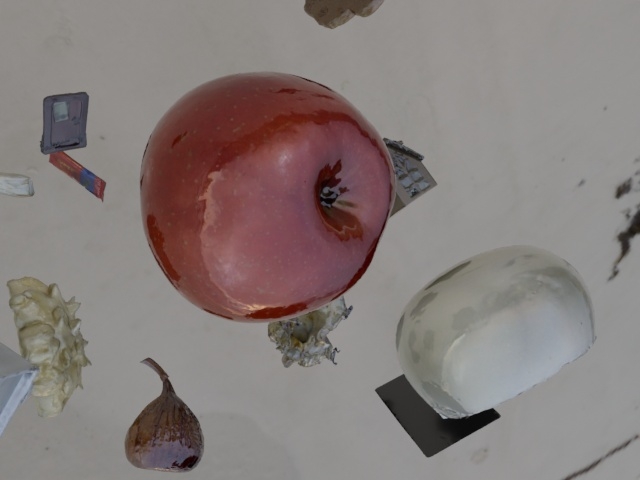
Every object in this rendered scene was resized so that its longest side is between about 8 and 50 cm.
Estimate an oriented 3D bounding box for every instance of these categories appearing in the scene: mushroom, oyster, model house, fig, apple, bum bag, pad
[{"bbox_3d":[-0.733,-0.134,1.462,0.202,0.054,0.059,15,100,-23],"label":"mushroom"},{"bbox_3d":[-0.025,0.198,1.512,0.198,0.133,0.337,-26,145,-17],"label":"oyster"},{"bbox_3d":[0.128,-0.180,1.474,0.176,0.248,0.181,-34,177,-32],"label":"model house"},{"bbox_3d":[-0.277,0.315,1.199,0.134,0.201,0.146,-2,153,-2],"label":"fig"},{"bbox_3d":[-0.048,-0.044,0.688,0.260,0.217,0.260,1,88,-46],"label":"apple"},{"bbox_3d":[-0.590,-0.271,1.535,0.109,0.026,0.159,-18,143,-39],"label":"bum bag"},{"bbox_3d":[0.223,0.322,1.318,0.160,0.265,0.009,-25,111,-9],"label":"pad"}]

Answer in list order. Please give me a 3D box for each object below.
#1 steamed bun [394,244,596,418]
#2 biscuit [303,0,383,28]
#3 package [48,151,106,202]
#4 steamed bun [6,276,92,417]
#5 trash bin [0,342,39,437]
[{"bbox_3d":[0.266,0.128,1.062,0.324,0.206,0.324,-30,172,-5],"label":"steamed bun"},{"bbox_3d":[0.060,-0.575,1.519,0.041,0.290,0.208,33,95,-42],"label":"biscuit"},{"bbox_3d":[-0.663,-0.186,1.813,0.022,0.200,0.083,-48,171,-39],"label":"package"},{"bbox_3d":[-0.560,0.215,1.409,0.137,0.295,0.292,-16,167,-21],"label":"steamed bun"},{"bbox_3d":[-0.632,0.180,0.937,0.255,0.368,0.296,-61,178,-5],"label":"trash bin"}]
